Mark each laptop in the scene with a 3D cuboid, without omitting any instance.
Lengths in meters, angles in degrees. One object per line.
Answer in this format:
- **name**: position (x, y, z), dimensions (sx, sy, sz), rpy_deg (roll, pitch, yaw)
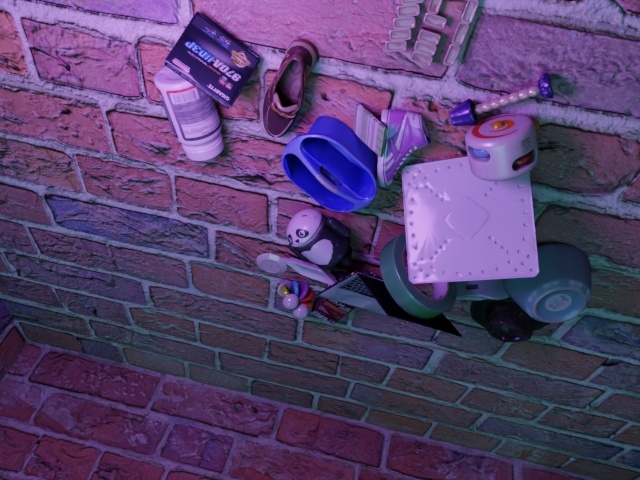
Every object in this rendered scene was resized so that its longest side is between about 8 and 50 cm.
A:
- **laptop**: position (0.257, 0.285, 1.953), dimensions (0.381, 0.237, 0.408), rpy_deg (20, 144, -31)

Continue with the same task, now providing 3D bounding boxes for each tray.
- **tray**: position (-0.038, 0.125, 2.087), dimensions (0.270, 0.030, 0.145), rpy_deg (14, 159, 48)

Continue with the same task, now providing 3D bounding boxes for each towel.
- **towel**: position (0.153, -0.340, 1.539), dimensions (0.023, 0.152, 0.113), rpy_deg (-25, 145, -21)

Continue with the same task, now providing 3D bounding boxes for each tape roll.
- **tape roll**: position (0.360, 0.125, 1.827), dimensions (0.321, 0.321, 0.077), rpy_deg (34, 134, -19)

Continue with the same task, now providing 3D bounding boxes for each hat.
- **hat**: position (0.790, 0.341, 2.075), dimensions (0.331, 0.134, 0.331), rpy_deg (9, 137, 8)

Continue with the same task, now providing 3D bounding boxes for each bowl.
- **bowl**: position (0.844, 0.182, 1.818), dimensions (0.311, 0.163, 0.312), rpy_deg (2, 130, 2)

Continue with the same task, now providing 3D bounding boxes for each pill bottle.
- **pill bottle**: position (-0.410, -0.410, 1.605), dimensions (0.161, 0.161, 0.283), rpy_deg (4, 138, 13)

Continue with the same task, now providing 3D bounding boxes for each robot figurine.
- **robot figurine**: position (-0.002, 0.002, 1.915), dimensions (0.278, 0.173, 0.209), rpy_deg (40, 89, -25)

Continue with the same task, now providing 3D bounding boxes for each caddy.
- **caddy**: position (0.036, -0.235, 1.645), dimensions (0.341, 0.179, 0.241), rpy_deg (37, 133, -22)

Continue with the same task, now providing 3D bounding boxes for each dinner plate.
- **dinner plate**: position (-0.219, 0.109, 2.220), dimensions (0.141, 0.017, 0.141), rpy_deg (8, 138, 7)

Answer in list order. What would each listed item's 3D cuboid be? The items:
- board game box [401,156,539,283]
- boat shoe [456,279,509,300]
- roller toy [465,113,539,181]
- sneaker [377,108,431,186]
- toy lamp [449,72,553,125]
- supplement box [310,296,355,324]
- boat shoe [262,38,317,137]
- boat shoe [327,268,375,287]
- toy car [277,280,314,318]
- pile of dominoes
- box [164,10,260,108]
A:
- **board game box**: position (0.465, -0.068, 1.587), dimensions (0.389, 0.390, 0.050), rpy_deg (-6, 172, 22)
- **boat shoe**: position (0.629, 0.198, 2.005), dimensions (0.267, 0.096, 0.088), rpy_deg (-5, 166, 4)
- **roller toy**: position (0.521, -0.274, 1.435), dimensions (0.209, 0.191, 0.146), rpy_deg (-7, 124, 24)
- **sneaker**: position (0.264, -0.278, 1.590), dimensions (0.160, 0.102, 0.282), rpy_deg (6, 138, 7)
- **toy lamp**: position (0.503, -0.388, 1.411), dimensions (0.274, 0.080, 0.080), rpy_deg (-14, 131, 30)
- **supplement box**: position (0.072, 0.285, 2.280), dimensions (0.130, 0.073, 0.239), rpy_deg (30, 136, -15)
- **boat shoe**: position (-0.109, -0.432, 1.516), dimensions (0.123, 0.123, 0.342), rpy_deg (24, 138, -9)
- **boat shoe**: position (0.183, 0.168, 2.102), dimensions (0.302, 0.091, 0.114), rpy_deg (6, 154, 4)
- **toy car**: position (-0.100, 0.252, 2.263), dimensions (0.136, 0.159, 0.182), rpy_deg (-39, 121, 4)
- **pile of dominoes**: position (0.294, -0.589, 1.305), dimensions (0.195, 0.040, 0.251), rpy_deg (17, 130, -1)
- **box**: position (-0.311, -0.519, 1.452), dimensions (0.220, 0.175, 0.051), rpy_deg (33, 173, -19)
